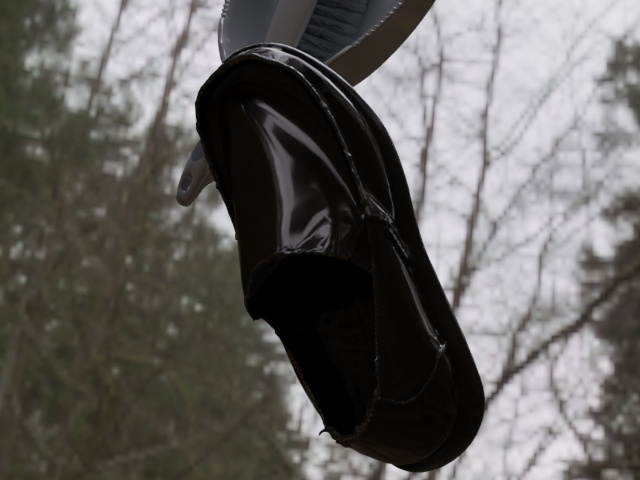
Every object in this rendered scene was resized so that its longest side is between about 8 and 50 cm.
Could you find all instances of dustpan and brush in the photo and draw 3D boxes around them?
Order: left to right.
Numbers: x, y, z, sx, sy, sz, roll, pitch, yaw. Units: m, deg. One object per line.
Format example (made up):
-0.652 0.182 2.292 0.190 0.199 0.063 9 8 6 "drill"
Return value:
-0.020 -0.107 0.988 0.147 0.211 0.060 19 -8 43 "dustpan and brush"

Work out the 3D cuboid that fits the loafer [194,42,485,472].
0.000 0.000 0.769 0.080 0.220 0.078 -40 -24 25 "loafer"
